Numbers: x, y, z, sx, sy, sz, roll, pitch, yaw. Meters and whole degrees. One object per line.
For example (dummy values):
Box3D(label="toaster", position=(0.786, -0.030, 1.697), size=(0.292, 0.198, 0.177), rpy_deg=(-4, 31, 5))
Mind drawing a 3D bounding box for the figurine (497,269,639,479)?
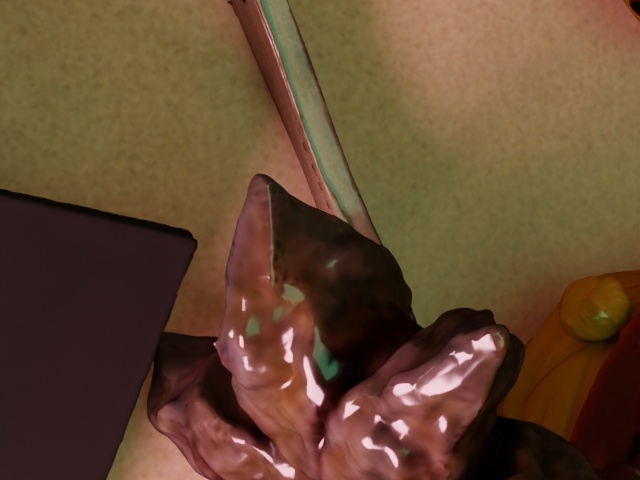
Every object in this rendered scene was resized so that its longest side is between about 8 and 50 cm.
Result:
Box3D(label="figurine", position=(0.231, 0.123, 0.928), size=(0.323, 0.196, 0.320), rpy_deg=(6, 100, -26))

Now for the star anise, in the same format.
Box3D(label="star anise", position=(0.016, 0.101, 0.805), size=(0.108, 0.315, 0.315), rpy_deg=(-42, 106, -31))

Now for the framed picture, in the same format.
Box3D(label="framed picture", position=(-0.220, 0.126, 0.775), size=(0.255, 0.014, 0.338), rpy_deg=(12, 105, -37))

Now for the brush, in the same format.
Box3D(label="brush", position=(0.000, 0.000, 0.913), size=(0.065, 0.070, 0.327), rpy_deg=(-21, 98, -7))

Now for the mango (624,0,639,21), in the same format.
Box3D(label="mango", position=(0.251, -0.229, 0.969), size=(0.157, 0.109, 0.262), rpy_deg=(34, 76, -8))
